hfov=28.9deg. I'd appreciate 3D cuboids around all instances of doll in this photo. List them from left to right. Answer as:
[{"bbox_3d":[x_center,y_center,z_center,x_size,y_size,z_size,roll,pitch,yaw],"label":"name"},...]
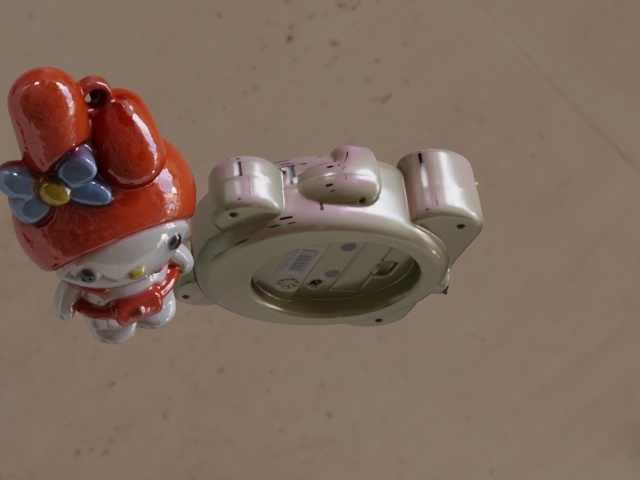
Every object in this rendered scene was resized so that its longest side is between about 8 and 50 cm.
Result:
[{"bbox_3d":[-0.184,-0.031,1.057,0.290,0.161,0.130,86,-21,-45],"label":"doll"}]

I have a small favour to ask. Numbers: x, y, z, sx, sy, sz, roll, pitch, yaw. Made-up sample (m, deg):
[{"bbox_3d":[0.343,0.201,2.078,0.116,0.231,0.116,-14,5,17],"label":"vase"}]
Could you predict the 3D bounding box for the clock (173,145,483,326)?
[{"bbox_3d":[0.000,0.000,1.407,0.310,0.284,0.114,5,59,-22],"label":"clock"}]
